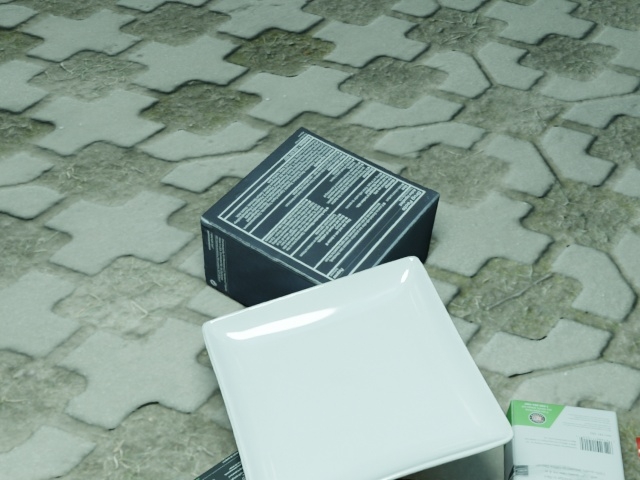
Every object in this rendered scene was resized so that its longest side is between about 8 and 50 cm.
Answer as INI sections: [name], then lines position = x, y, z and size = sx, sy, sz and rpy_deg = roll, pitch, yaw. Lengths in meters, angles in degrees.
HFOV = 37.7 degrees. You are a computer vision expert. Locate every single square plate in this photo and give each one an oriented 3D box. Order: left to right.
[square plate]
position = 0.039, 0.200, 1.303
size = 0.347, 0.049, 0.344
rpy_deg = -17, 47, -8

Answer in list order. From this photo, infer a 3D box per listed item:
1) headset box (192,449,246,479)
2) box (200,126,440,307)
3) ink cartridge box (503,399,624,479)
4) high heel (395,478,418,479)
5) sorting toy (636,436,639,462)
[headset box]
position = -0.103, 0.449, 1.196
size = 0.246, 0.131, 0.283
rpy_deg = -30, 54, -30
[box]
position = 0.000, 0.000, 1.611
size = 0.294, 0.183, 0.296
rpy_deg = 28, 52, 22
[ink cartridge box]
position = 0.349, 0.351, 1.351
size = 0.160, 0.093, 0.219
rpy_deg = 7, 46, 4
[high heel]
position = 0.062, 0.362, 1.181
size = 0.181, 0.377, 0.127
rpy_deg = 20, 85, 34
[sorting toy]
position = 0.456, 0.414, 1.280
size = 0.046, 0.132, 0.275
rpy_deg = -10, 41, 17
